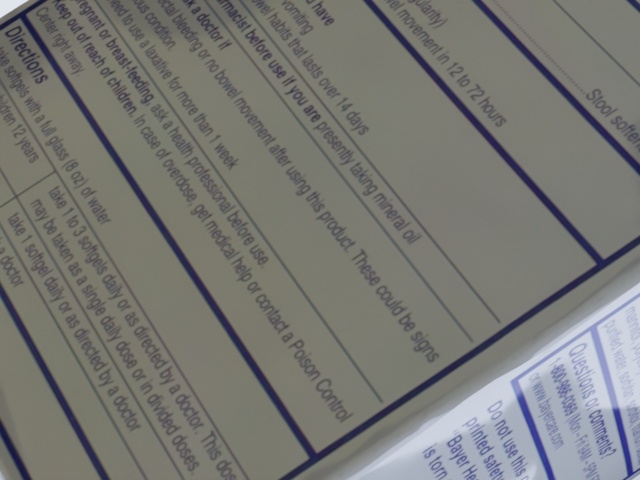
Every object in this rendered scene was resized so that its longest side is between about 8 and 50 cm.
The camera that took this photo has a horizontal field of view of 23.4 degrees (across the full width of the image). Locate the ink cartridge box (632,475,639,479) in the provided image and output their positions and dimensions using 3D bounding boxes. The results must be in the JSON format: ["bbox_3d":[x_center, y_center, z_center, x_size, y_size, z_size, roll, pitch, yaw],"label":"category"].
[{"bbox_3d":[0.197,0.158,0.793,0.071,0.330,0.324,38,-130,6],"label":"ink cartridge box"}]

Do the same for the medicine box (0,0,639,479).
[{"bbox_3d":[0.000,0.000,0.611,0.289,0.149,0.263,-33,-125,-5],"label":"medicine box"}]
